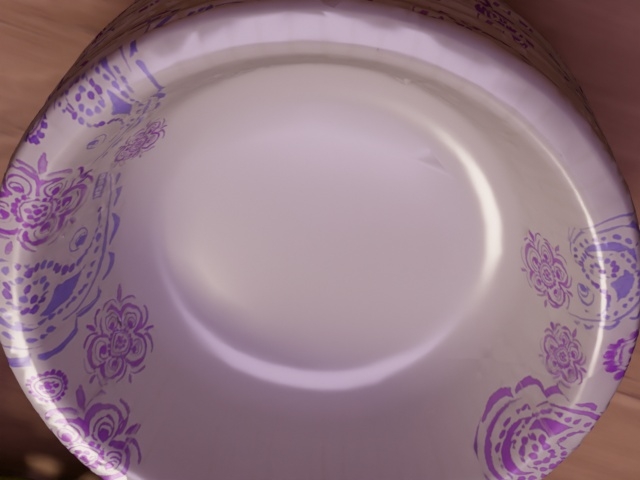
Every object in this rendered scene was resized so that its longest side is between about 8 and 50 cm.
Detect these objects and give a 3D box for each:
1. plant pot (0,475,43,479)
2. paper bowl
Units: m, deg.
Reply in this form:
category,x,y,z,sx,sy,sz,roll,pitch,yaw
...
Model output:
category,x,y,z,sx,sy,sz,roll,pitch,yaw
plant pot,-0.151,0.279,0.619,0.207,0.228,0.227,-7,112,-11
paper bowl,0.000,0.000,0.503,0.284,0.148,0.284,2,120,3
